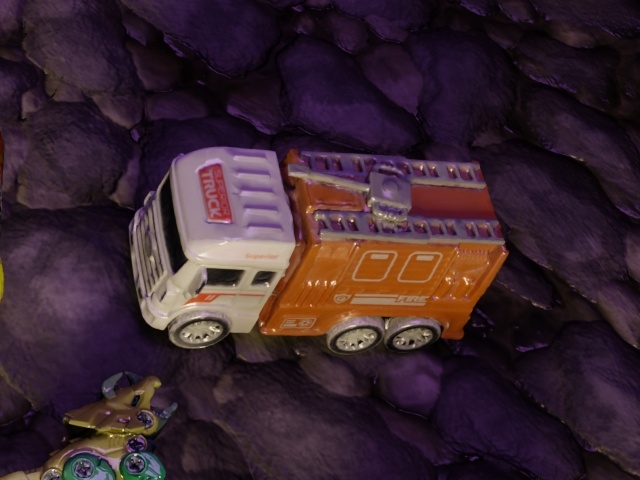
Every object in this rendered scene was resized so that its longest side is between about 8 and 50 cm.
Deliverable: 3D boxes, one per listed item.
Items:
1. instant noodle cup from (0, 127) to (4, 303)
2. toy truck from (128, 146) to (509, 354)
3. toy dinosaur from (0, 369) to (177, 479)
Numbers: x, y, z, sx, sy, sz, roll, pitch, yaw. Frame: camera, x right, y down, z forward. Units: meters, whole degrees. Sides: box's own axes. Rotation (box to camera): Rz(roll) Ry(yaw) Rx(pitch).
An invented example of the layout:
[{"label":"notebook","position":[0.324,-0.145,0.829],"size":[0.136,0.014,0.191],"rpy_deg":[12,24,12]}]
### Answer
[{"label":"instant noodle cup","position":[-0.421,-0.042,1.496],"size":[0.264,0.264,0.200],"rpy_deg":[17,43,-14]},{"label":"toy truck","position":[0.000,0.000,1.686],"size":[0.387,0.207,0.173],"rpy_deg":[2,55,-24]},{"label":"toy dinosaur","position":[-0.232,0.233,1.482],"size":[0.259,0.094,0.153],"rpy_deg":[-28,71,-30]}]
